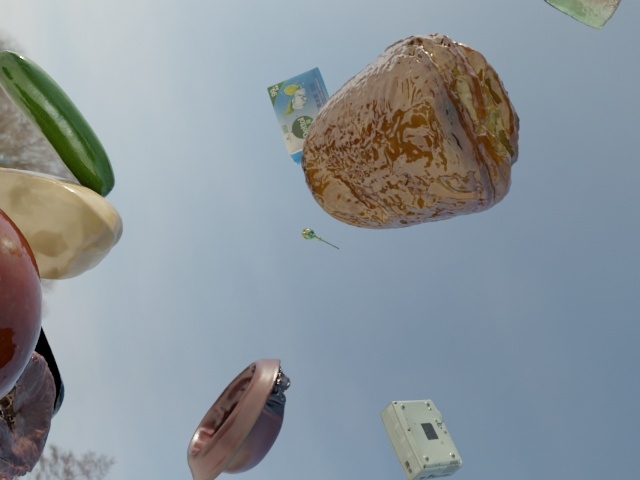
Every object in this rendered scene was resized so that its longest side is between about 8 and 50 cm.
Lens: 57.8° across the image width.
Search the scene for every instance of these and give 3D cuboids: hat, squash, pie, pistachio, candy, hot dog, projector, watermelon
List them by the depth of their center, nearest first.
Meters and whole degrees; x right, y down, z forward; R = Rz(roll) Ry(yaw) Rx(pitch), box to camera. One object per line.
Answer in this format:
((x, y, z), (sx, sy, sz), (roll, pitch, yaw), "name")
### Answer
((0.086, -0.100, 0.620), (0.196, 0.122, 0.272), (62, -28, -6), "hot dog")
((-0.107, 0.265, 0.829), (0.205, 0.089, 0.205), (-50, -171, 10), "hat")
((0.462, -0.436, 0.857), (0.094, 0.154, 0.241), (42, -48, 5), "watermelon")
((-0.511, 0.293, 0.979), (0.204, 0.053, 0.219), (91, -1, -65), "pie")
((-0.480, -0.038, 0.983), (0.299, 0.187, 0.188), (18, -72, 9), "pistachio")
((-0.454, -0.201, 1.016), (0.082, 0.082, 0.293), (4, -47, 51), "squash")
((0.200, 0.388, 1.144), (0.061, 0.115, 0.147), (-56, -139, 33), "projector")
((0.000, 0.000, 1.175), (0.023, 0.083, 0.025), (-62, -179, -3), "candy")

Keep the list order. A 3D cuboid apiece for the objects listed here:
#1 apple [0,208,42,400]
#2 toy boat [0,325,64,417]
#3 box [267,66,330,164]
((-0.501, 0.072, 0.648), (0.348, 0.348, 0.277), (-37, -122, 45), "apple")
((-0.590, 0.216, 1.132), (0.092, 0.134, 0.299), (141, -73, -75), "toy boat")
((-0.033, -0.303, 1.414), (0.139, 0.073, 0.194), (-21, -107, 6), "box")
